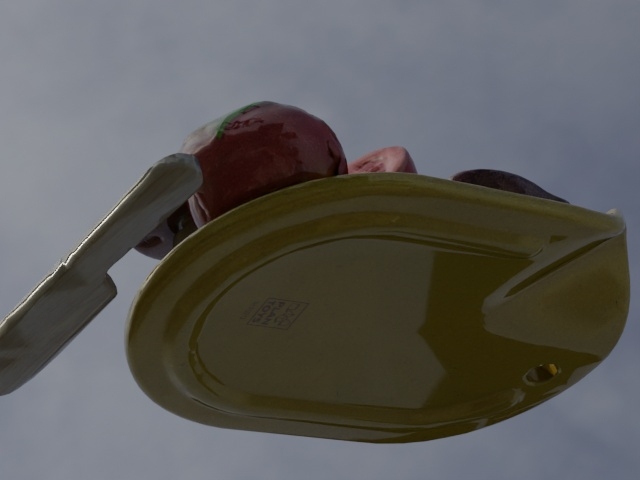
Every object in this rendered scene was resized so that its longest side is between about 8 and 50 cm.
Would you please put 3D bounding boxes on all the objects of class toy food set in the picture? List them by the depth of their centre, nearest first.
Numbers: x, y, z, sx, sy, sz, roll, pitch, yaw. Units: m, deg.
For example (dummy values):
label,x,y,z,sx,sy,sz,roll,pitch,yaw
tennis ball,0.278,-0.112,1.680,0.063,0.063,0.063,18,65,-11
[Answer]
label,x,y,z,sx,sy,sz,roll,pitch,yaw
toy food set,0.000,0.000,0.637,0.128,0.218,0.071,-49,-136,37
